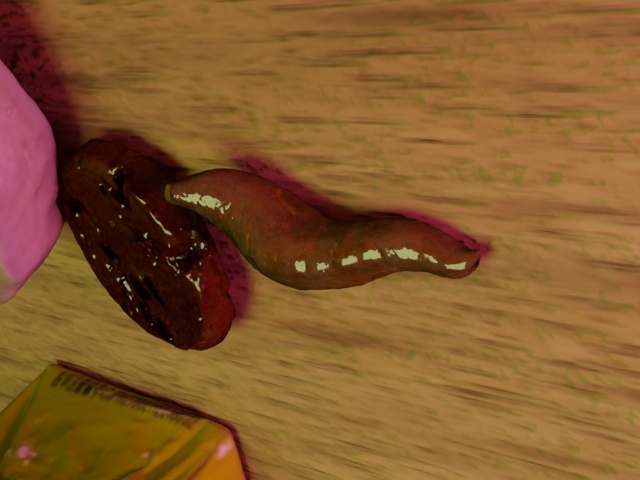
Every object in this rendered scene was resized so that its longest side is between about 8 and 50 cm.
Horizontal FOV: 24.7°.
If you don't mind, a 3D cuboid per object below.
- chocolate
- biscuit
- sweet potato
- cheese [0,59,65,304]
[{"bbox_3d":[-0.238,0.278,1.332,0.301,0.289,0.137,13,141,46],"label":"chocolate"},{"bbox_3d":[-0.135,0.005,1.143,0.192,0.049,0.192,40,148,32],"label":"biscuit"},{"bbox_3d":[0.002,0.002,0.957,0.249,0.059,0.069,17,122,37],"label":"sweet potato"},{"bbox_3d":[-0.355,-0.075,1.182,0.326,0.115,0.318,45,144,-22],"label":"cheese"}]
